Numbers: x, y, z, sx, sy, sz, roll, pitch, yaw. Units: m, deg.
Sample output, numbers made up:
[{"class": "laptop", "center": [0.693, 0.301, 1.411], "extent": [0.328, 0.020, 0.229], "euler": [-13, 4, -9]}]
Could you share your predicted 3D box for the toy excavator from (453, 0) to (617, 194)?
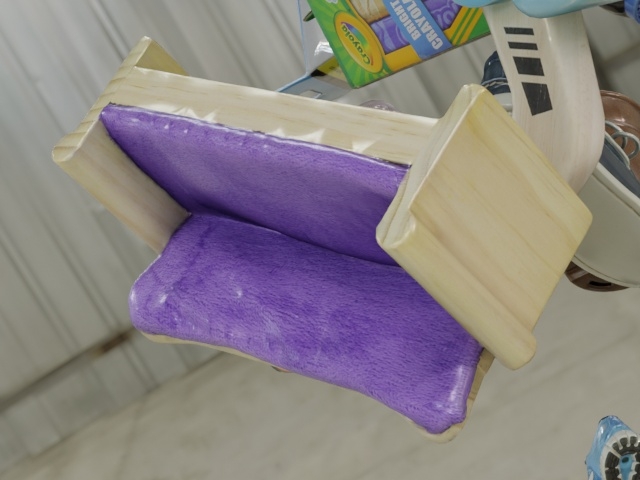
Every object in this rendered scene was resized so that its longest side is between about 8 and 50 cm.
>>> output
[{"class": "toy excavator", "center": [0.155, -0.193, 1.170], "extent": [0.222, 0.445, 0.433], "euler": [-16, -1, -38]}]

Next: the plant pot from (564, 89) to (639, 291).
[{"class": "plant pot", "center": [0.296, -0.044, 1.792], "extent": [0.167, 0.167, 0.165], "euler": [-28, 45, 14]}]

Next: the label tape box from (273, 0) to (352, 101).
[{"class": "label tape box", "center": [0.071, -0.267, 1.786], "extent": [0.348, 0.115, 0.249], "euler": [-31, -5, 11]}]

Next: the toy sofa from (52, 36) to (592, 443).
[{"class": "toy sofa", "center": [-0.022, -0.011, 1.116], "extent": [0.362, 0.150, 0.177], "euler": [15, 67, 47]}]

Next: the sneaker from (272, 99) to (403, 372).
[{"class": "sneaker", "center": [0.000, 0.000, 1.833], "extent": [0.180, 0.124, 0.321], "euler": [-37, 26, 55]}]

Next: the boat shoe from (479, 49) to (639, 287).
[{"class": "boat shoe", "center": [0.205, -0.053, 1.344], "extent": [0.095, 0.254, 0.079], "euler": [-25, 39, 38]}]

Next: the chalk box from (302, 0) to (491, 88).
[{"class": "chalk box", "center": [0.090, -0.256, 1.424], "extent": [0.180, 0.179, 0.289], "euler": [-35, 12, -38]}]

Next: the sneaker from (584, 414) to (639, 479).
[{"class": "sneaker", "center": [0.301, 0.248, 1.718], "extent": [0.063, 0.162, 0.073], "euler": [-3, 30, -10]}]

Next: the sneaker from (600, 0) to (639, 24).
[{"class": "sneaker", "center": [0.383, -0.327, 1.833], "extent": [0.232, 0.081, 0.090], "euler": [-40, 49, -20]}]
